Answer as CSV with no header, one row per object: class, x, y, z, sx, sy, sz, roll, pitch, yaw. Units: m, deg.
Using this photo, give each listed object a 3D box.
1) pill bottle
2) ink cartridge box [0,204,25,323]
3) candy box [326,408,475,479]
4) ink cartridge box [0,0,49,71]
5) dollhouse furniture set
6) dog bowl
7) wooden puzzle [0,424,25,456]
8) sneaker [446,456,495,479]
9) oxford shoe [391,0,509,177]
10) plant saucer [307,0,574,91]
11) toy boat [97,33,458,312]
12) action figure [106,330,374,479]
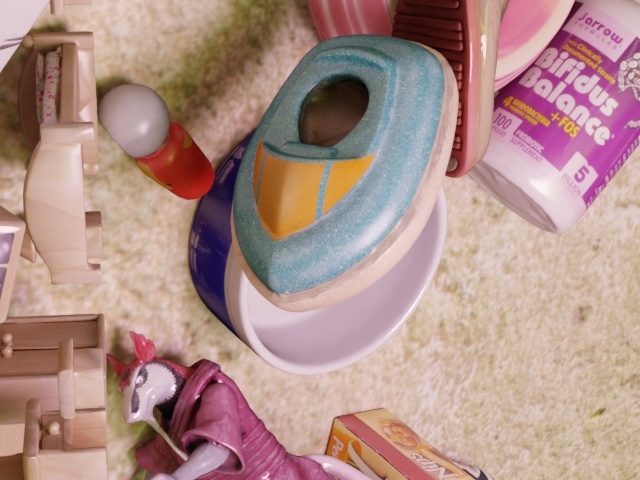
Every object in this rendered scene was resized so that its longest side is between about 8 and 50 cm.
pill bottle,0.296,-0.170,1.577,0.301,0.169,0.169,-51,136,-4
ink cartridge box,-0.360,-0.018,1.054,0.193,0.234,0.088,4,107,-42
candy box,0.068,0.384,1.705,0.087,0.183,0.316,-5,118,-40
ink cartridge box,-0.299,-0.194,0.990,0.197,0.114,0.273,-9,160,-37
dollhouse furniture set,-0.262,-0.016,1.135,0.173,0.303,0.356,-3,119,-8
dog bowl,0.000,0.000,1.472,0.265,0.104,0.265,-21,127,-30
wooden puzzle,-0.418,0.272,1.303,0.322,0.080,0.348,-1,111,-41
sneaker,0.127,0.377,1.818,0.235,0.094,0.153,-52,135,-4
oxford shoe,0.146,-0.229,1.297,0.130,0.123,0.348,-14,115,-31
plant saucer,0.142,-0.285,1.400,0.332,0.084,0.332,-13,114,-30
toy boat,-0.046,-0.075,1.253,0.148,0.318,0.268,47,56,-51
action figure,-0.069,0.227,1.439,0.275,0.248,0.370,-39,101,-23
